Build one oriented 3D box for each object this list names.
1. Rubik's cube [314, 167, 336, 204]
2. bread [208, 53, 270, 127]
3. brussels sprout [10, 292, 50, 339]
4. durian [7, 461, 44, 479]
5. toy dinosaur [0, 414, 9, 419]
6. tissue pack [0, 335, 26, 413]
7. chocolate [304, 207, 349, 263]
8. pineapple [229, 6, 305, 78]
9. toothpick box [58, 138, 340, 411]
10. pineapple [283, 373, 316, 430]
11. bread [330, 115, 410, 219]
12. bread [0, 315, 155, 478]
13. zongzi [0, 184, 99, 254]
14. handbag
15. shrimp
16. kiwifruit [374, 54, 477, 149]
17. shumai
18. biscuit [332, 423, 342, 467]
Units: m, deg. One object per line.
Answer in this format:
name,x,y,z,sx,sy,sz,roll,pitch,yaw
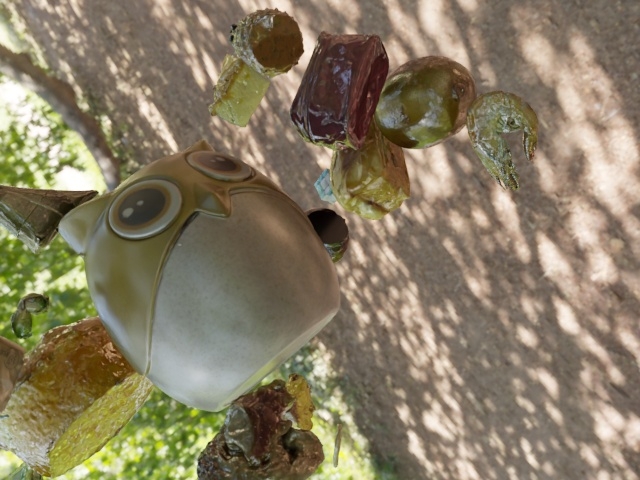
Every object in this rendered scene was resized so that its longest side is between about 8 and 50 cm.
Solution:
Rubik's cube,0.037,-0.132,1.889,0.075,0.073,0.084,-35,57,38
bread,-0.144,-0.250,1.274,0.084,0.109,0.080,28,-178,-28
brussels sprout,-0.498,0.125,1.273,0.046,0.083,0.051,-20,127,42
durian,-0.684,0.682,1.756,0.163,0.198,0.394,34,-167,-28
toy dinosaur,-0.539,0.303,1.076,0.053,0.242,0.167,-102,-5,-54
tissue pack,-0.661,0.213,1.164,0.238,0.238,0.305,45,173,28
chocolate,0.000,0.000,1.532,0.127,0.124,0.133,30,147,12
pineapple,-0.141,-0.464,1.722,0.158,0.157,0.278,63,170,-26
toothpick box,-0.206,0.050,1.332,0.425,0.409,0.409,49,162,9
pineapple,-0.062,0.345,1.542,0.116,0.069,0.137,15,-108,-63
bread,0.104,-0.224,1.740,0.195,0.148,0.344,28,-132,-43
bread,-0.540,0.336,1.646,0.215,0.398,0.398,41,160,13
zongzi,-0.543,-0.084,1.429,0.160,0.176,0.078,41,150,-11
handbag,0.038,-0.289,1.432,0.135,0.225,0.146,13,168,24
shrimp,0.372,-0.195,1.480,0.236,0.133,0.053,60,-170,-28
kiwifruit,0.223,-0.292,1.573,0.196,0.196,0.234,58,159,-11
shumai,-0.078,0.231,0.831,0.105,0.139,0.123,57,-160,-7
biscuit,0.043,0.522,1.890,0.018,0.071,0.147,7,136,5
